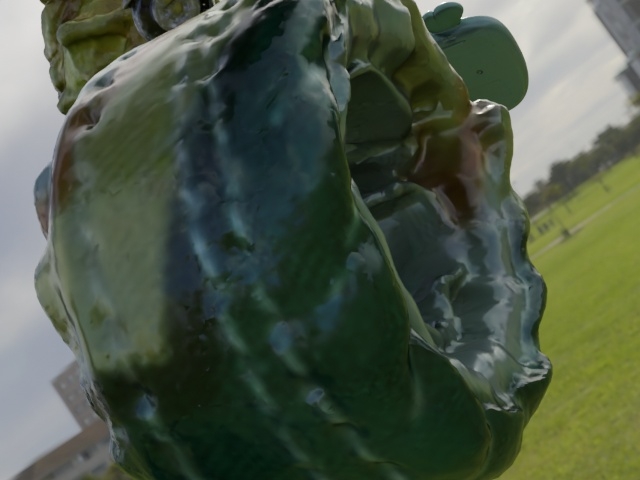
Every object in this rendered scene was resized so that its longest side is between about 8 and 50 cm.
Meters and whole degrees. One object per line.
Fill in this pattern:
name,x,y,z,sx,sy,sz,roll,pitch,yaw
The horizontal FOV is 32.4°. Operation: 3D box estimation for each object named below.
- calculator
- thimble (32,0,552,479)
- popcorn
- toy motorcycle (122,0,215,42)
calculator,0.137,-0.163,1.016,0.095,0.021,0.153,-16,-36,24
thimble,0.000,0.000,0.551,0.167,0.254,0.288,-22,17,26
popcorn,-0.266,-0.283,1.640,0.274,0.279,0.335,-38,-39,-45
toy motorcycle,-0.183,-0.402,1.253,0.108,0.223,0.340,-144,75,-79
